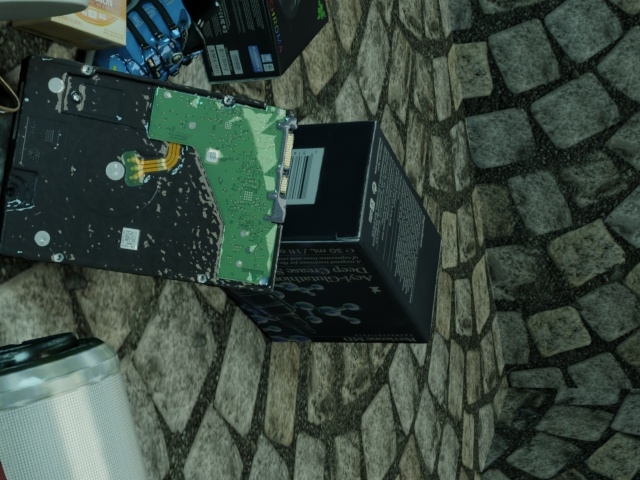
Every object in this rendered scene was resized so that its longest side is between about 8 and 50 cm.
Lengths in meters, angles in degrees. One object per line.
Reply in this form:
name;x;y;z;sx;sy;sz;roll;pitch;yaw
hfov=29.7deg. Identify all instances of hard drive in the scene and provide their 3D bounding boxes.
hard drive;-0.204;-0.073;1.446;0.339;0.064;0.237;9;87;-24

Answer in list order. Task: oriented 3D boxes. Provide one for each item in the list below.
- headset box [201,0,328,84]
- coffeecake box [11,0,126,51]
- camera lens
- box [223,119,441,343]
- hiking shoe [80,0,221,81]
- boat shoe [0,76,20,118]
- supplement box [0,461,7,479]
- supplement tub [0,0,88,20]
headset box;-0.101;-0.423;1.965;0.283;0.131;0.246;-58;141;-56
coffeecake box;-0.307;-0.342;1.491;0.142;0.068;0.185;8;81;-60
camera lens;-0.292;0.244;1.245;0.219;0.219;0.274;-18;95;-68
box;0.000;0.000;1.964;0.395;0.293;0.212;52;41;-56
hiking shoe;-0.227;-0.262;1.623;0.113;0.132;0.304;65;31;-45
boat shoe;-0.387;-0.189;1.293;0.183;0.066;0.066;47;44;-61
supplement box;-0.391;0.242;1.069;0.129;0.194;0.191;-53;136;-58
supplement tub;-0.338;-0.377;1.266;0.191;0.191;0.272;-16;103;-68
